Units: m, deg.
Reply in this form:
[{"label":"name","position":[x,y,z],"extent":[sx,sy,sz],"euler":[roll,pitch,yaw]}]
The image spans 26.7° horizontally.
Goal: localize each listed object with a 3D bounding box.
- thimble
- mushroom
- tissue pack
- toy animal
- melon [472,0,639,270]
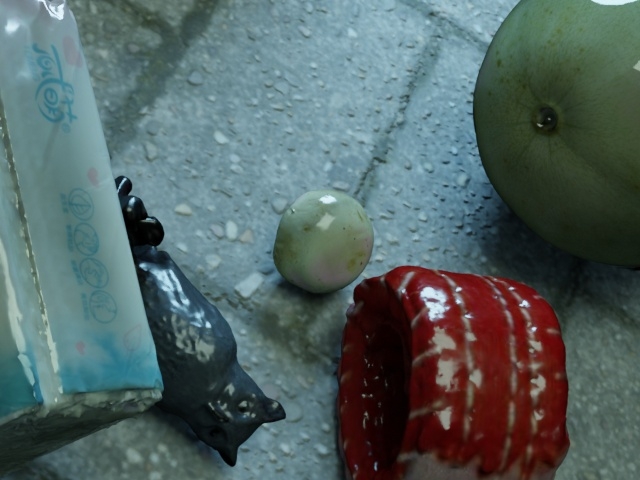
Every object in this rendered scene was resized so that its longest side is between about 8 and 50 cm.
[{"label":"thimble","position":[0.093,0.113,0.974],"extent":[0.125,0.163,0.189],"euler":[7,58,-22]},{"label":"mushroom","position":[0.000,0.000,1.055],"extent":[0.084,0.083,0.067],"euler":[-15,25,-37]},{"label":"tissue pack","position":[-0.217,0.004,0.837],"extent":[0.124,0.201,0.271],"euler":[4,66,-52]},{"label":"toy animal","position":[-0.117,0.066,0.964],"extent":[0.210,0.121,0.117],"euler":[52,6,-11]},{"label":"melon","position":[0.280,-0.108,1.143],"extent":[0.330,0.268,0.268],"euler":[-10,65,-49]}]
